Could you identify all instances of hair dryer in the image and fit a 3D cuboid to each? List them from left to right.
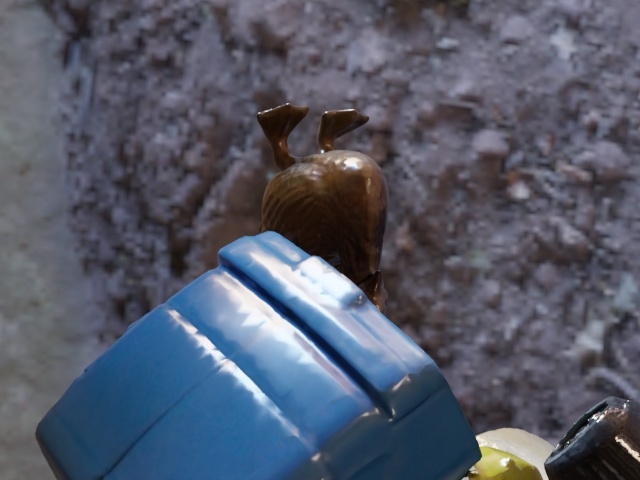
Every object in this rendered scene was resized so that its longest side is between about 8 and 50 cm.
[{"bbox_3d":[0.366,0.143,1.427,0.189,0.352,0.107,45,158,2],"label":"hair dryer"}]

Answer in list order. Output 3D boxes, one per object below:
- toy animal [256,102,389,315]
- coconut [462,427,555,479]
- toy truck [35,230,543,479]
[{"bbox_3d":[0.000,0.000,1.166,0.188,0.089,0.179,134,129,-58],"label":"toy animal"},{"bbox_3d":[0.213,0.315,1.716,0.222,0.202,0.202,40,120,52],"label":"coconut"},{"bbox_3d":[0.018,0.182,0.724,0.161,0.162,0.385,38,155,47],"label":"toy truck"}]
